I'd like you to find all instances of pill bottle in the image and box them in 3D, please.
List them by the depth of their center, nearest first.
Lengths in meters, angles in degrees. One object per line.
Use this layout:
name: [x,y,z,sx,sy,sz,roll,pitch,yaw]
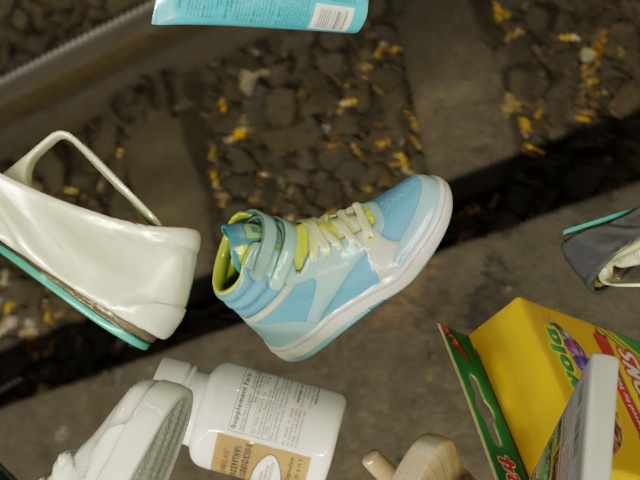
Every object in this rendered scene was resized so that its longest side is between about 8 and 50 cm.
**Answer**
pill bottle: [-0.094,0.220,1.699,0.229,0.131,0.131,15,89,2]

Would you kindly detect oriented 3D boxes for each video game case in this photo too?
video game case: [0.187,0.235,1.091,0.026,0.206,0.227,13,51,1]

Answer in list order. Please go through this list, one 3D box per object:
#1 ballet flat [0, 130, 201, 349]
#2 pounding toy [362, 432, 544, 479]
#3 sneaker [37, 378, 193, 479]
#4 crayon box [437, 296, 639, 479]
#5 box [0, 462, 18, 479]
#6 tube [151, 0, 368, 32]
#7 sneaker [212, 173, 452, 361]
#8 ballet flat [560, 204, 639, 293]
ballet flat: [-0.279,-0.054,1.210,0.400,0.139,0.139,30,99,0]
pounding toy: [0.054,0.206,0.788,0.155,0.269,0.154,20,71,28]
sneaker: [-0.226,0.205,1.046,0.169,0.108,0.292,29,91,16]
crayon box: [0.272,0.180,1.430,0.081,0.318,0.202,-41,51,29]
box: [-0.570,0.229,1.117,0.297,0.480,0.472,16,60,38]
tube: [-0.056,-0.235,1.349,0.052,0.207,0.080,-142,58,-61]
sneaker: [0.000,0.000,1.751,0.319,0.208,0.127,-44,34,12]
ballet flat: [0.259,-0.005,1.053,0.203,0.074,0.074,-33,61,55]
